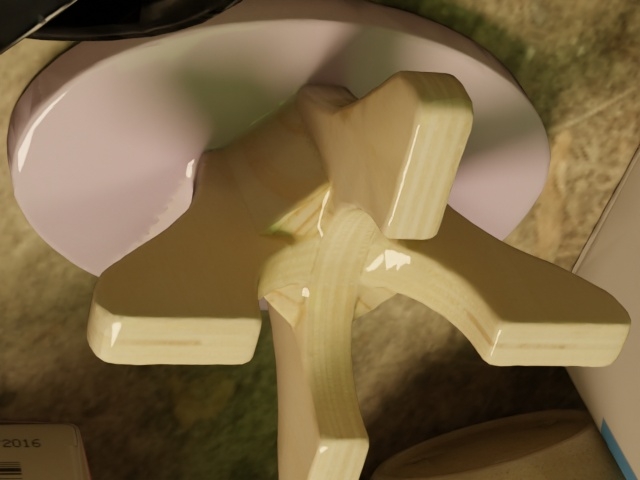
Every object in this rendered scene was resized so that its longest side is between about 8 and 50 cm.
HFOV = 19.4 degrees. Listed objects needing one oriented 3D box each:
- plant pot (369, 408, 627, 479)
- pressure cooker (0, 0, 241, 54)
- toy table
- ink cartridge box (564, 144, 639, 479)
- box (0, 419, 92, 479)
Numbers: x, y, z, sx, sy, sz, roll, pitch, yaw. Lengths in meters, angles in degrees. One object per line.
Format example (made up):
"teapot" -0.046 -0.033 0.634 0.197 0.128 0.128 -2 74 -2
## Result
"plant pot" 0.115 0.203 1.041 0.284 0.284 0.191 -16 95 -5
"pressure cooker" -0.186 -0.216 0.525 0.375 0.370 0.420 -29 126 10
"toy table" 0.000 0.000 0.888 0.274 0.161 0.252 -8 129 -13
"ink cartridge box" 0.304 0.051 0.998 0.270 0.198 0.197 10 122 -24
"box" -0.198 0.228 1.007 0.127 0.148 0.232 2 126 -19
